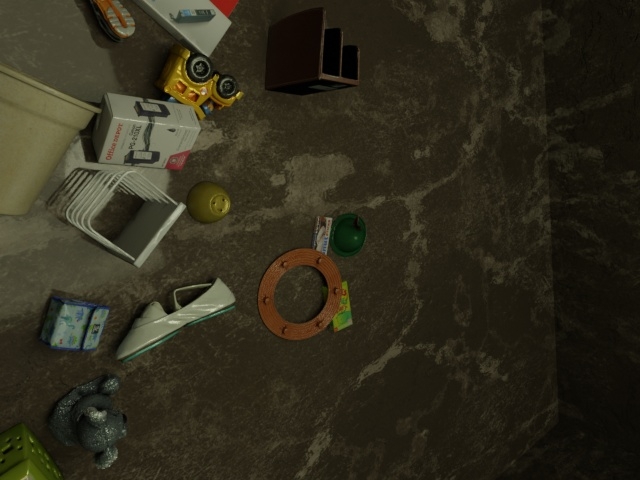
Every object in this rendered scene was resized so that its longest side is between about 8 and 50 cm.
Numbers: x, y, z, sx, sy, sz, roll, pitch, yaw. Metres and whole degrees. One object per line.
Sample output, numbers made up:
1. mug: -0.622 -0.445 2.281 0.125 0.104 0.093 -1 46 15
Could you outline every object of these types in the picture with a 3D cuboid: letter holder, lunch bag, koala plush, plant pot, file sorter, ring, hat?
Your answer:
1. letter holder: -0.029 -0.583 1.627 0.152 0.302 0.214 -3 99 -37
2. lunch bag: -0.660 0.231 1.419 0.151 0.096 0.128 24 80 -51
3. koala plush: -0.611 0.503 1.414 0.203 0.221 0.196 -13 105 -35
4. plant pot: -0.330 -0.113 1.606 0.134 0.095 0.134 -7 103 -36
5. file sorter: -0.519 -0.072 1.357 0.173 0.278 0.192 43 72 -32
6. ring: -0.063 0.195 1.866 0.337 0.032 0.336 -5 101 -27
7. plant pot: -0.723 -0.235 1.181 0.334 0.334 0.305 22 96 -37
8. hat: 0.149 -0.010 1.928 0.209 0.184 0.172 3 96 -37
9. plant pot: -0.788 0.646 1.314 0.228 0.207 0.227 -34 116 -27

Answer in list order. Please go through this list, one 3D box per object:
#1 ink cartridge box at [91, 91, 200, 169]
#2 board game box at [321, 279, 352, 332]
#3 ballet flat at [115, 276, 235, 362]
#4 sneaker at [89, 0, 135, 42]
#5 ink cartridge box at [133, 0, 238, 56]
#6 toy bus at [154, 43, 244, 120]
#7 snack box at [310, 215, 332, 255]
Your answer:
1. ink cartridge box: -0.473 -0.290 1.412 0.237 0.172 0.100 0 54 -37
2. board game box: 0.064 0.249 1.995 0.092 0.043 0.181 -19 108 -33
3. ballet flat: -0.445 0.222 1.570 0.400 0.139 0.139 -25 112 -36
4. sneaker: -0.567 -0.617 1.360 0.084 0.083 0.214 -28 95 -36
5. ink cartridge box: -0.380 -0.719 1.489 0.296 0.066 0.261 37 76 -35
6. toy bus: -0.366 -0.423 1.509 0.220 0.149 0.211 29 93 -39
7. snack box: 0.000 0.000 1.919 0.064 0.022 0.178 7 93 -39
